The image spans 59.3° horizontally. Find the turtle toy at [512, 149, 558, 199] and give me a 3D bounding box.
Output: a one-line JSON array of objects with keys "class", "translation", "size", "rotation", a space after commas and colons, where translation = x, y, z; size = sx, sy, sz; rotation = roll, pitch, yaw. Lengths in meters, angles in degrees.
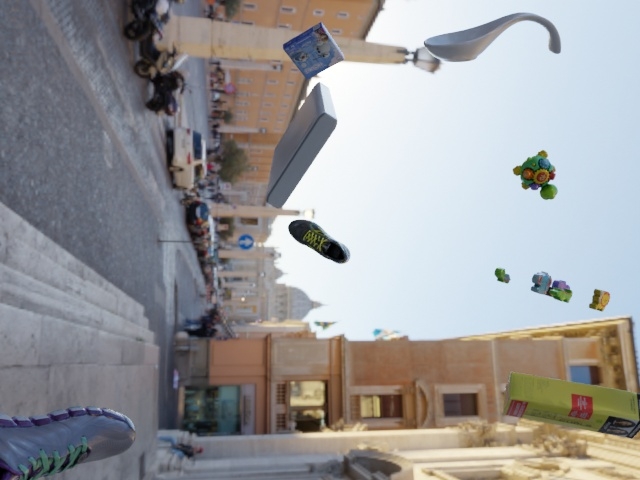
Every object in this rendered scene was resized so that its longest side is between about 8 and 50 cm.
[{"class": "turtle toy", "translation": [0.553, -0.159, 1.417], "size": [0.130, 0.095, 0.066], "rotation": [50, 15, -24]}]

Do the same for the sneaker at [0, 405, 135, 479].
[{"class": "sneaker", "translation": [-0.307, 0.239, 0.604], "size": [0.098, 0.224, 0.083], "rotation": [45, -63, 49]}]

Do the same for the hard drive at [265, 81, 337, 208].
[{"class": "hard drive", "translation": [-0.047, -0.239, 1.334], "size": [0.233, 0.047, 0.353], "rotation": [-54, -164, 20]}]

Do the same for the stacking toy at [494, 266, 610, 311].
[{"class": "stacking toy", "translation": [0.522, 0.102, 1.271], "size": [0.167, 0.221, 0.052], "rotation": [20, -85, 53]}]

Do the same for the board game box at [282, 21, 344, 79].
[{"class": "board game box", "translation": [-0.013, -0.375, 1.117], "size": [0.090, 0.090, 0.020], "rotation": [42, 34, -46]}]

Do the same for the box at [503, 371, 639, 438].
[{"class": "box", "translation": [0.467, 0.306, 1.047], "size": [0.087, 0.232, 0.058], "rotation": [82, 21, -51]}]

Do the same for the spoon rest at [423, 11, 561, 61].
[{"class": "spoon rest", "translation": [0.352, -0.421, 1.159], "size": [0.137, 0.276, 0.084], "rotation": [-88, 175, -62]}]

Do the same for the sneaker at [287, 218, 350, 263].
[{"class": "sneaker", "translation": [0.000, 0.000, 0.656], "size": [0.031, 0.083, 0.035], "rotation": [-61, -178, 2]}]
